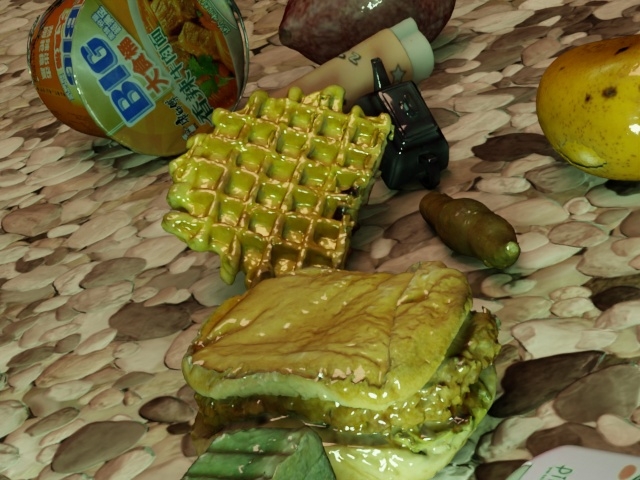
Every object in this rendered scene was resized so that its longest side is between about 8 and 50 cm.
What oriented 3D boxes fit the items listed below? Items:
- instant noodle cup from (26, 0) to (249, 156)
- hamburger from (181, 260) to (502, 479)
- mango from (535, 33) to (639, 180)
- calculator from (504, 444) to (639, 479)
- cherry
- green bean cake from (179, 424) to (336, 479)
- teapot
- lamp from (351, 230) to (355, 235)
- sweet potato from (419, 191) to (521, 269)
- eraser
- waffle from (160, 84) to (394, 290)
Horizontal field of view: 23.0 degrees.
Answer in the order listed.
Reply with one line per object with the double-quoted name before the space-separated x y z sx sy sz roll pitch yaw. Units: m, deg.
"instant noodle cup" -0.282 -0.266 2.295 0.296 0.296 0.214 -33 21 -30
"hamburger" 0.021 0.124 1.430 0.283 0.144 0.259 -4 23 35
"mango" 0.348 -0.157 1.794 0.191 0.160 0.290 -34 24 -15
"calculator" 0.242 0.220 1.203 0.246 0.045 0.141 6 34 39
"cherry" 0.072 -0.357 2.326 0.300 0.203 0.230 -30 33 -8
"green bean cake" -0.056 0.248 1.181 0.094 0.173 0.181 1 33 32
"teapot" 0.102 -0.144 1.918 0.087 0.096 0.177 -20 69 -18
"lamp" 0.000 0.000 1.834 0.063 0.031 0.083 -2 32 32
"sweet potato" 0.160 -0.018 1.730 0.067 0.067 0.274 -22 20 -10
"eraser" 0.012 -0.162 2.033 0.290 0.171 0.087 -33 69 -30
"waffle" -0.036 -0.056 1.810 0.309 0.065 0.283 -24 59 -17
